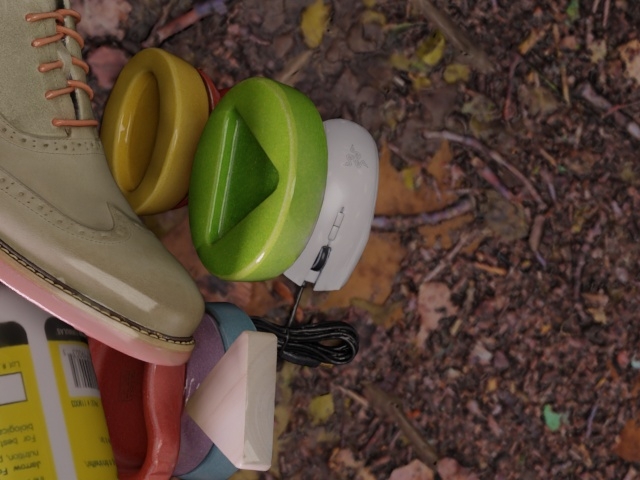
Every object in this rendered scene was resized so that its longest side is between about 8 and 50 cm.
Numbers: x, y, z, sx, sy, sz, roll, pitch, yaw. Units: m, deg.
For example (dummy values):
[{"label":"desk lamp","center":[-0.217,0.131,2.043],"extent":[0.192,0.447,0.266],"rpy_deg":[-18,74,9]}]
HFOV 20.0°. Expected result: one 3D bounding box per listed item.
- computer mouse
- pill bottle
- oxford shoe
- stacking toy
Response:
[{"label":"computer mouse","center":[0.000,0.000,1.372],"extent":[0.106,0.042,0.193],"rpy_deg":[16,85,-20]},{"label":"pill bottle","center":[-0.215,0.207,1.175],"extent":[0.188,0.188,0.334],"rpy_deg":[-10,79,-21]},{"label":"oxford shoe","center":[-0.200,-0.088,1.155],"extent":[0.397,0.140,0.146],"rpy_deg":[45,100,9]},{"label":"stacking toy","center":[-0.048,0.027,1.239],"extent":[0.130,0.279,0.309],"rpy_deg":[9,87,-32]}]
